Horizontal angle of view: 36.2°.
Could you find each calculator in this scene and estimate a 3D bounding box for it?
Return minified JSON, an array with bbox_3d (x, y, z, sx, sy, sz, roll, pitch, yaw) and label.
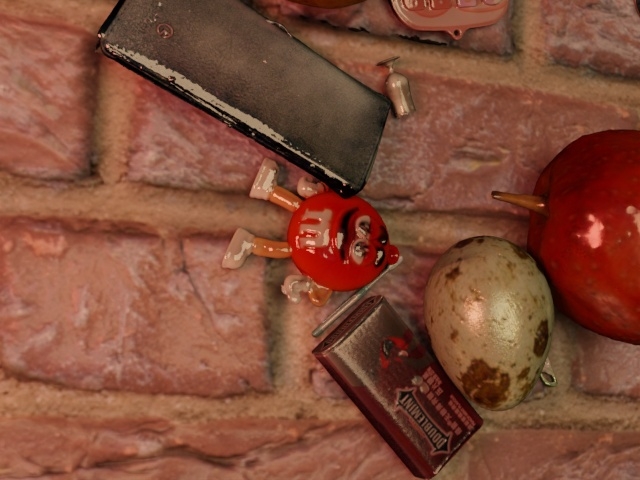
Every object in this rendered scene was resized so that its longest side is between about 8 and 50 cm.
[{"bbox_3d":[0.166,-0.448,1.402,0.220,0.048,0.330,-8,88,-22],"label":"calculator"}]

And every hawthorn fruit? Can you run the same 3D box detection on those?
[{"bbox_3d":[0.388,-0.016,1.325,0.330,0.287,0.287,18,77,-3],"label":"hawthorn fruit"}]

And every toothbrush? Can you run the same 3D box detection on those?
[{"bbox_3d":[0.050,0.074,1.307,0.167,0.014,0.011,-40,95,-18],"label":"toothbrush"}]

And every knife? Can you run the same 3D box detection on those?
[{"bbox_3d":[0.289,0.115,1.389,0.030,0.014,0.207,-26,94,-21],"label":"knife"}]

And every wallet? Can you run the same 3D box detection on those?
[{"bbox_3d":[-0.084,-0.213,1.252,0.379,0.046,0.191,31,54,-13],"label":"wallet"}]

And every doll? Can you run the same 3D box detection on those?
[{"bbox_3d":[0.000,0.000,1.262,0.217,0.085,0.183,22,74,-7],"label":"doll"}]

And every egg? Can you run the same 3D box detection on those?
[{"bbox_3d":[0.220,0.106,1.276,0.169,0.169,0.231,3,69,-20],"label":"egg"}]

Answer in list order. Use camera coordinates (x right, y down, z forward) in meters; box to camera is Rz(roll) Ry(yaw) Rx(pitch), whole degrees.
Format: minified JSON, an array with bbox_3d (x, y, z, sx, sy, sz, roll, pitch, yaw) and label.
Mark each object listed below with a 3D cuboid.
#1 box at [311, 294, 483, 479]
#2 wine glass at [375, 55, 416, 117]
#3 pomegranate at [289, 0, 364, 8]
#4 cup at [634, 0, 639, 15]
[{"bbox_3d":[0.103,0.192,1.282,0.120,0.069,0.224,-40,99,-20],"label":"box"},{"bbox_3d":[0.105,-0.211,1.348,0.038,0.042,0.083,-18,93,-15],"label":"wine glass"},{"bbox_3d":[0.003,-0.422,1.238,0.264,0.264,0.265,3,82,-20],"label":"pomegranate"},{"bbox_3d":[0.596,-0.395,1.491,0.176,0.155,0.131,-15,89,-20],"label":"cup"}]
